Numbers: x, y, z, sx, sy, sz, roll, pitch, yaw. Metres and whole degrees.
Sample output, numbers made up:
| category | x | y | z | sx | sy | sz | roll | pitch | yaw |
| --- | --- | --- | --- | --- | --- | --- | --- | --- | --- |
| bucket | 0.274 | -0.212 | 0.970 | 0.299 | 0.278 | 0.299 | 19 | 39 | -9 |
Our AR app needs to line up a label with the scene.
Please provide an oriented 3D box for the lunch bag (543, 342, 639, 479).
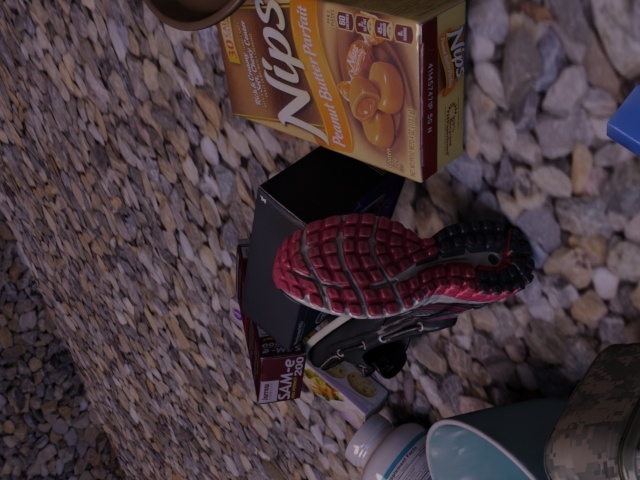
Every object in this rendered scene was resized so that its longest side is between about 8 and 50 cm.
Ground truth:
| category | x | y | z | sx | sy | sz | roll | pitch | yaw |
| --- | --- | --- | --- | --- | --- | --- | --- | --- | --- |
| lunch bag | 0.405 | 0.244 | 0.695 | 0.256 | 0.212 | 0.305 | -17 | 108 | 53 |

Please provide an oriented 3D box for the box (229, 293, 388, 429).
| category | x | y | z | sx | sy | sz | roll | pitch | yaw |
| --- | --- | --- | --- | --- | --- | --- | --- | --- | --- |
| box | -0.027 | 0.197 | 1.314 | 0.324 | 0.067 | 0.063 | 38 | 143 | 24 |

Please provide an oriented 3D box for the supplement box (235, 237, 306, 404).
| category | x | y | z | sx | sy | sz | roll | pitch | yaw |
| --- | --- | --- | --- | --- | --- | --- | --- | --- | --- |
| supplement box | -0.084 | 0.123 | 1.203 | 0.130 | 0.073 | 0.239 | 98 | 162 | -47 |

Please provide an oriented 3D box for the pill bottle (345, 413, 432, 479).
| category | x | y | z | sx | sy | sz | roll | pitch | yaw |
| --- | --- | --- | --- | --- | --- | --- | --- | --- | --- |
| pill bottle | 0.166 | 0.388 | 1.178 | 0.264 | 0.146 | 0.146 | 35 | 142 | 27 |

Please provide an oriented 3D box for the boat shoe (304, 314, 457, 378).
| category | x | y | z | sx | sy | sz | roll | pitch | yaw |
| --- | --- | --- | --- | --- | --- | --- | --- | --- | --- |
| boat shoe | 0.085 | 0.139 | 1.071 | 0.113 | 0.127 | 0.340 | 59 | 139 | 13 |

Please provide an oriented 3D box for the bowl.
| category | x | y | z | sx | sy | sz | roll | pitch | yaw |
| --- | --- | --- | --- | --- | --- | --- | --- | --- | --- |
| bowl | 0.287 | 0.317 | 0.918 | 0.311 | 0.163 | 0.311 | 48 | 154 | 33 |

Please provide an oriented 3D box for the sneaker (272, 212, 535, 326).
| category | x | y | z | sx | sy | sz | roll | pitch | yaw |
| --- | --- | --- | --- | --- | --- | --- | --- | --- | --- |
| sneaker | 0.091 | 0.047 | 0.850 | 0.112 | 0.299 | 0.120 | 126 | 143 | -58 |

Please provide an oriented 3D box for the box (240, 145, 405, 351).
| category | x | y | z | sx | sy | sz | roll | pitch | yaw |
| --- | --- | --- | --- | --- | --- | --- | --- | --- | --- |
| box | 0.000 | 0.000 | 0.995 | 0.103 | 0.184 | 0.261 | 41 | 145 | 20 |

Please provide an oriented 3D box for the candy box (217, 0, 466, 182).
| category | x | y | z | sx | sy | sz | roll | pitch | yaw |
| --- | --- | --- | --- | --- | --- | --- | --- | --- | --- |
| candy box | 0.015 | -0.205 | 0.877 | 0.316 | 0.087 | 0.183 | 24 | 135 | 36 |

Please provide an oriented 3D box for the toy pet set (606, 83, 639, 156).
| category | x | y | z | sx | sy | sz | roll | pitch | yaw |
| --- | --- | --- | --- | --- | --- | --- | --- | --- | --- |
| toy pet set | 0.312 | -0.089 | 0.641 | 0.114 | 0.065 | 0.122 | 40 | 144 | 20 |

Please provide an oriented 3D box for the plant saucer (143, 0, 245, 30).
| category | x | y | z | sx | sy | sz | roll | pitch | yaw |
| --- | --- | --- | --- | --- | --- | --- | --- | --- | --- |
| plant saucer | -0.132 | -0.380 | 0.857 | 0.278 | 0.041 | 0.277 | 7 | 100 | 43 |
